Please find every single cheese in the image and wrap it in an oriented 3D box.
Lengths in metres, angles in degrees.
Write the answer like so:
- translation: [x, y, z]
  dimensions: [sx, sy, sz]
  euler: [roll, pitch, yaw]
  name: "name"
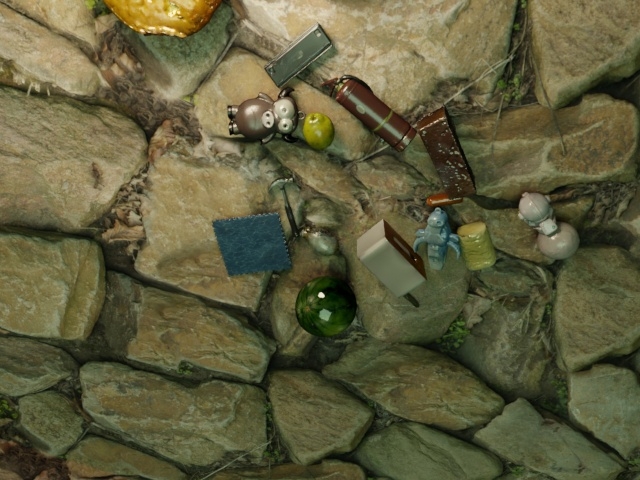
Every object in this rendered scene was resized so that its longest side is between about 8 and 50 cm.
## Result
- translation: [0.582, 0.022, 1.992]
  dimensions: [0.123, 0.094, 0.167]
  euler: [-20, 117, 10]
  name: "cheese"

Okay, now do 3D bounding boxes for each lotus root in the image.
- translation: [0.001, -0.001, 2.009]
  dimensions: [0.165, 0.088, 0.088]
  euler: [33, 115, -4]
  name: "lotus root"

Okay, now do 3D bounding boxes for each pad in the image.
- translation: [-0.261, 0.018, 2.050]
  dimensions: [0.269, 0.012, 0.269]
  euler: [-8, 123, 7]
  name: "pad"

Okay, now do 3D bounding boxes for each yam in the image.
- translation: [0.317, 0.194, 2.137]
  dimensions: [0.234, 0.029, 0.027]
  euler: [44, 84, -18]
  name: "yam"

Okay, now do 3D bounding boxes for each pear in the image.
- translation: [-0.004, -0.367, 1.794]
  dimensions: [0.107, 0.107, 0.131]
  euler: [-19, 131, 12]
  name: "pear"

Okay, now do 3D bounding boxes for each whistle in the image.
- translation: [0.436, -0.003, 1.985]
  dimensions: [0.180, 0.093, 0.269]
  euler: [9, 122, 25]
  name: "whistle"

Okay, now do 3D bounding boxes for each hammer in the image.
- translation: [-0.125, -0.117, 1.976]
  dimensions: [0.102, 0.029, 0.247]
  euler: [-10, 120, 7]
  name: "hammer"

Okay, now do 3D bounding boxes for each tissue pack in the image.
- translation: [0.265, 0.070, 1.994]
  dimensions: [0.136, 0.159, 0.246]
  euler: [-38, 112, 22]
  name: "tissue pack"

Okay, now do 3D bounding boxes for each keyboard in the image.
- translation: [-0.074, -0.593, 1.707]
  dimensions: [0.230, 0.025, 0.094]
  euler: [-33, 101, 18]
  name: "keyboard"

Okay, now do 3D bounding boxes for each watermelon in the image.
- translation: [0.021, 0.255, 2.059]
  dimensions: [0.242, 0.242, 0.243]
  euler: [1, 119, 1]
  name: "watermelon"

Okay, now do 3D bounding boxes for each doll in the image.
- translation: [-0.178, -0.409, 1.765]
  dimensions: [0.257, 0.117, 0.182]
  euler: [-1, 106, 6]
  name: "doll"
- translation: [0.812, -0.058, 1.918]
  dimensions: [0.151, 0.151, 0.287]
  euler: [-36, 109, 19]
  name: "doll"

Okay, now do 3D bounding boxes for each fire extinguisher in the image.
- translation: [0.153, -0.427, 1.756]
  dimensions: [0.341, 0.105, 0.141]
  euler: [37, 142, -10]
  name: "fire extinguisher"

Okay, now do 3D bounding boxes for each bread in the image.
- translation: [-0.460, -0.777, 1.518]
  dimensions: [0.397, 0.215, 0.399]
  euler: [0, 120, 0]
  name: "bread"

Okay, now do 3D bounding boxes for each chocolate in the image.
- translation: [0.431, -0.295, 1.824]
  dimensions: [0.111, 0.112, 0.321]
  euler: [-19, 118, 22]
  name: "chocolate"

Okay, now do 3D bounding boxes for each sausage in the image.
- translation: [0.451, -0.148, 1.933]
  dimensions: [0.131, 0.041, 0.039]
  euler: [-9, 140, 7]
  name: "sausage"
